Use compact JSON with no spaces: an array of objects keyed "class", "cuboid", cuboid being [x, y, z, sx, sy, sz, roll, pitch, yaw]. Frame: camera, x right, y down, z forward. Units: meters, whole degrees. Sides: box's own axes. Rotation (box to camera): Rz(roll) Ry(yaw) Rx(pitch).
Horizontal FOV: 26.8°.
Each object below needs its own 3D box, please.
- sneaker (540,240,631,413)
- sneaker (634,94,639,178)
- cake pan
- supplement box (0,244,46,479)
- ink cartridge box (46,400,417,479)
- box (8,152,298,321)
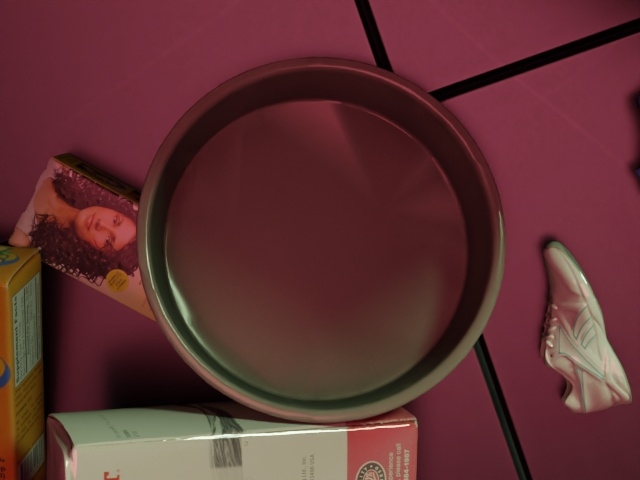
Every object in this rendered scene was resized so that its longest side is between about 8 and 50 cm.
[{"class":"sneaker","cuboid":[0.208,0.076,1.118,0.061,0.054,0.152,-20,97,9]},{"class":"sneaker","cuboid":[0.309,-0.031,1.099,0.082,0.069,0.209,-4,109,37]},{"class":"cake pan","cuboid":[0.000,0.000,1.080,0.293,0.054,0.293,1,80,-6]},{"class":"supplement box","cuboid":[-0.277,0.121,1.118,0.078,0.080,0.233,6,110,9]},{"class":"ink cartridge box","cuboid":[-0.074,0.236,1.073,0.283,0.117,0.207,-1,97,-21]},{"class":"box","cuboid":[-0.137,0.017,1.130,0.232,0.058,0.087,27,99,-1]}]
